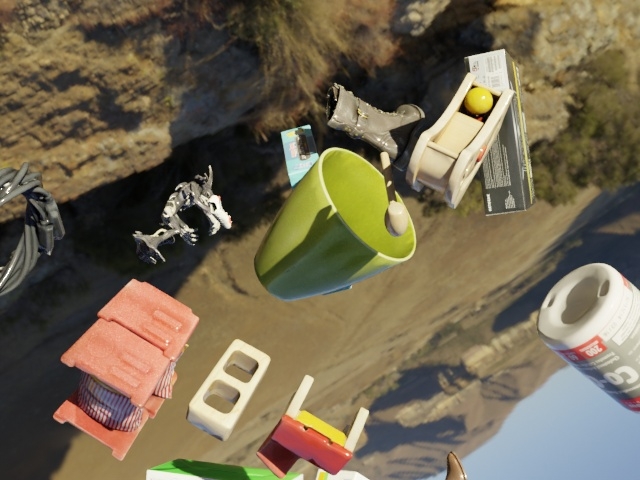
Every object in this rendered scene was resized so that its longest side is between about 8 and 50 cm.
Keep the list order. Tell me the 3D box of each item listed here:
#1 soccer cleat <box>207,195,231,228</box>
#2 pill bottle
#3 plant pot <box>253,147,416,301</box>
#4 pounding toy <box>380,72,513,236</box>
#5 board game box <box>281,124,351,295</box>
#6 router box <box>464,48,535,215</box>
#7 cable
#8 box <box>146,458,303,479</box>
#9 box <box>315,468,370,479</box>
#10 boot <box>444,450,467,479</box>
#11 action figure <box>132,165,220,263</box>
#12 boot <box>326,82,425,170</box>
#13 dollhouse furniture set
[{"bbox_3d":[-0.227,-0.061,1.598,0.029,0.083,0.035,-10,-158,32],"label":"soccer cleat"},{"bbox_3d":[0.505,0.179,1.161,0.161,0.283,0.161,-48,-165,17],"label":"pill bottle"},{"bbox_3d":[0.000,0.000,1.514,0.293,0.274,0.275,-38,164,31],"label":"plant pot"},{"bbox_3d":[0.166,-0.145,1.084,0.269,0.155,0.154,-58,164,-17],"label":"pounding toy"},{"bbox_3d":[-0.010,-0.076,1.746,0.079,0.253,0.336,-14,121,1],"label":"board game box"},{"bbox_3d":[0.371,-0.213,1.454,0.081,0.308,0.243,-7,-177,22],"label":"router box"},{"bbox_3d":[-0.340,-0.006,0.739,0.150,0.047,0.184,-41,166,-26],"label":"cable"},{"bbox_3d":[-0.176,0.527,1.270,0.262,0.231,0.127,0,174,18],"label":"box"},{"bbox_3d":[0.040,0.586,1.458,0.103,0.203,0.114,-11,140,39],"label":"box"},{"bbox_3d":[0.157,0.368,1.039,0.114,0.106,0.037,-5,159,-13],"label":"boot"},{"bbox_3d":[-0.326,-0.052,1.734,0.275,0.141,0.164,-50,-168,-29],"label":"action figure"},{"bbox_3d":[0.119,-0.288,1.627,0.091,0.229,0.263,-50,-163,34],"label":"boot"},{"bbox_3d":[-0.153,0.237,0.963,0.152,0.374,0.201,-58,176,-41],"label":"dollhouse furniture set"}]
